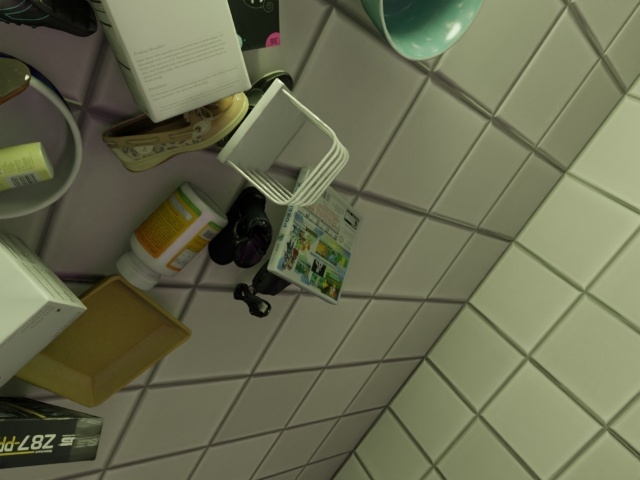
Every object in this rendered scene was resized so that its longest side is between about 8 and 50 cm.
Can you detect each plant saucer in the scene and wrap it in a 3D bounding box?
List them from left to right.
[{"bbox_3d":[-0.551,0.244,1.123,0.333,0.081,0.333,-37,140,-7],"label":"plant saucer"}]

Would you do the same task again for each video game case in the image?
[{"bbox_3d":[0.000,0.000,1.283,0.329,0.036,0.300,36,66,-51],"label":"video game case"}]

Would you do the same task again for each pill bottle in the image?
[{"bbox_3d":[-0.345,-0.005,1.026,0.246,0.136,0.136,-44,141,2],"label":"pill bottle"}]

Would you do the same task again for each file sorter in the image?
[{"bbox_3d":[-0.058,-0.186,0.978,0.193,0.173,0.278,-50,176,9],"label":"file sorter"}]

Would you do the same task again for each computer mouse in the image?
[{"bbox_3d":[-0.125,0.094,1.299,0.272,0.188,0.072,-37,124,-20],"label":"computer mouse"}]

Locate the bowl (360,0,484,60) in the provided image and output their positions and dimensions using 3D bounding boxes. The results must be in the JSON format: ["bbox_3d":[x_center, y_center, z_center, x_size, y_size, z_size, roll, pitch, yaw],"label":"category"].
[{"bbox_3d":[0.203,-0.569,0.955,0.311,0.163,0.311,-23,137,-23],"label":"bowl"}]

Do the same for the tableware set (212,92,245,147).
[{"bbox_3d":[-0.217,-0.293,0.950,0.128,0.039,0.194,-37,141,-7],"label":"tableware set"}]

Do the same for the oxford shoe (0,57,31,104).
[{"bbox_3d":[-0.508,-0.189,0.629,0.212,0.076,0.076,-33,170,-15],"label":"oxford shoe"}]

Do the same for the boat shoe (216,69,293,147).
[{"bbox_3d":[-0.136,-0.277,0.953,0.233,0.079,0.084,-45,135,-17],"label":"boat shoe"}]

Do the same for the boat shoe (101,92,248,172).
[{"bbox_3d":[-0.278,-0.228,0.870,0.285,0.104,0.089,-27,145,1],"label":"boat shoe"}]

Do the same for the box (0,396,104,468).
[{"bbox_3d":[-0.701,0.381,0.915,0.318,0.395,0.097,25,65,-51],"label":"box"}]

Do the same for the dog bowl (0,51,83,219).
[{"bbox_3d":[-0.546,-0.171,0.734,0.265,0.104,0.265,-22,137,-23],"label":"dog bowl"}]

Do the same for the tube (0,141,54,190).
[{"bbox_3d":[-0.547,-0.098,0.678,0.240,0.062,0.070,-18,91,-20],"label":"tube"}]

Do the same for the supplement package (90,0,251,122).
[{"bbox_3d":[-0.256,-0.371,0.705,0.177,0.175,0.293,-26,127,-19],"label":"supplement package"}]

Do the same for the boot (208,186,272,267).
[{"bbox_3d":[-0.202,0.006,1.083,0.094,0.207,0.246,26,113,-24],"label":"boot"}]

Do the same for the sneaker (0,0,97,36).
[{"bbox_3d":[-0.470,-0.369,0.650,0.106,0.101,0.267,-28,158,31],"label":"sneaker"}]

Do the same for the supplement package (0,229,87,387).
[{"bbox_3d":[-0.595,0.135,0.760,0.262,0.204,0.145,-45,173,-12],"label":"supplement package"}]

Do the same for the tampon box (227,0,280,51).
[{"bbox_3d":[-0.150,-0.445,0.819,0.120,0.101,0.161,-21,136,-23],"label":"tampon box"}]
